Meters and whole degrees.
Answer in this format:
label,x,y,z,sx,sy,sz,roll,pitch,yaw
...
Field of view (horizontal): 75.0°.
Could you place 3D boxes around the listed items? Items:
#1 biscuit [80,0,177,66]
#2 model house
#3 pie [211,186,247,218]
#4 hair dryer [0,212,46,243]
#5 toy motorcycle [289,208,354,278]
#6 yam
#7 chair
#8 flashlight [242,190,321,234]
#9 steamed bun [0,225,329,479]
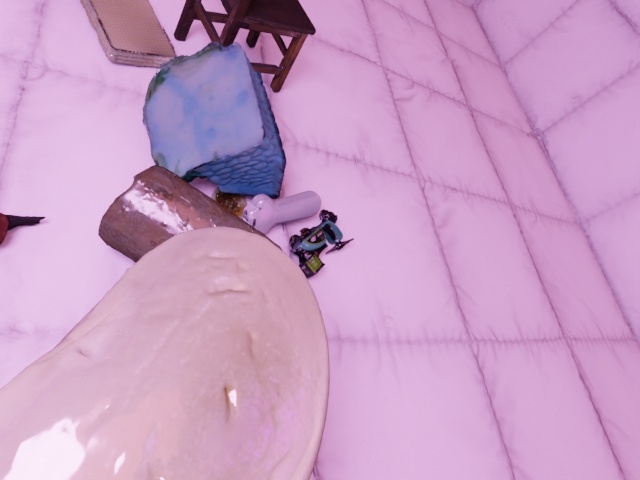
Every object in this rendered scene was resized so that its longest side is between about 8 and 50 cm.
label,x,y,z,sx,sy,sz,roll,pitch,yaw
biscuit,-0.438,-0.493,0.922,0.150,0.052,0.252,-19,76,-45
model house,-0.191,-0.218,0.864,0.241,0.225,0.261,39,33,-66
pie,-0.186,-0.075,0.861,0.085,0.017,0.085,18,54,-26
hair dryer,-0.490,0.064,0.519,0.313,0.123,0.340,59,35,-5
toy motorcycle,0.000,0.000,0.924,0.100,0.058,0.173,52,47,-6
yam,-0.207,0.007,0.699,0.268,0.161,0.161,35,48,-14
chair,-0.131,-0.548,0.925,0.240,0.416,0.203,-14,72,-40
flashlight,-0.079,-0.067,0.885,0.200,0.093,0.047,-19,44,-41
steamed bun,-0.176,0.223,0.439,0.290,0.371,0.456,40,50,-10
